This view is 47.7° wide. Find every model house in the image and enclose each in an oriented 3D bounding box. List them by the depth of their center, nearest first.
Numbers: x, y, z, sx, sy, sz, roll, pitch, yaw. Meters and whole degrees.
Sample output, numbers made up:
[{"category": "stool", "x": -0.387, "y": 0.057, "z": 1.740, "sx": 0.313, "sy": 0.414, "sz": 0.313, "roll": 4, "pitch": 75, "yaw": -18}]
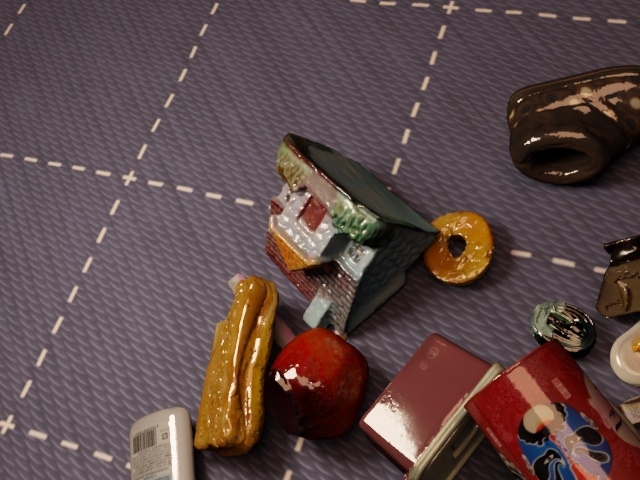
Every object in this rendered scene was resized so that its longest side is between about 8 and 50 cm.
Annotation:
[{"category": "model house", "x": 0.663, "y": 0.056, "z": 1.461, "sx": 0.203, "sy": 0.141, "sz": 0.164, "roll": -15, "pitch": 12, "yaw": 46}, {"category": "model house", "x": 0.000, "y": 0.000, "z": 1.628, "sx": 0.360, "sy": 0.297, "sz": 0.339, "roll": 44, "pitch": 112, "yaw": 30}]

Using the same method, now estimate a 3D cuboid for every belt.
[{"category": "belt", "x": 0.501, "y": 0.183, "z": 1.494, "sx": 0.140, "sy": 0.058, "sz": 0.105, "roll": 29, "pitch": 70, "yaw": 27}]

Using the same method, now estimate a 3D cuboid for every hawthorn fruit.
[{"category": "hawthorn fruit", "x": -0.001, "y": 0.286, "z": 1.495, "sx": 0.215, "sy": 0.215, "sz": 0.250, "roll": 9, "pitch": 44, "yaw": 19}]

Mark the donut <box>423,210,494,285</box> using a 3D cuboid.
[{"category": "donut", "x": 0.311, "y": 0.024, "z": 1.628, "sx": 0.162, "sy": 0.065, "sz": 0.178, "roll": 0, "pitch": 64, "yaw": 20}]

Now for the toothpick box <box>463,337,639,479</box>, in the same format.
[{"category": "toothpick box", "x": 0.416, "y": 0.353, "z": 1.185, "sx": 0.204, "sy": 0.204, "sz": 0.333, "roll": -34, "pitch": 69, "yaw": -5}]

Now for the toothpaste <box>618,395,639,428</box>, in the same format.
[{"category": "toothpaste", "x": 0.671, "y": 0.307, "z": 1.376, "sx": 0.193, "sy": 0.070, "sz": 0.044, "roll": -19, "pitch": 58, "yaw": 4}]

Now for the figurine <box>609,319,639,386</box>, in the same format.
[{"category": "figurine", "x": 0.691, "y": 0.185, "z": 1.395, "sx": 0.250, "sy": 0.141, "sz": 0.167, "roll": -29, "pitch": 61, "yaw": -1}]

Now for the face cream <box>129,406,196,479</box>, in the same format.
[{"category": "face cream", "x": -0.326, "y": 0.527, "z": 1.506, "sx": 0.163, "sy": 0.080, "sz": 0.337, "roll": -26, "pitch": 57, "yaw": 23}]

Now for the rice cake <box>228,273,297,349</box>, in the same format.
[{"category": "rice cake", "x": -0.124, "y": 0.176, "z": 1.668, "sx": 0.055, "sy": 0.049, "sz": 0.270, "roll": -40, "pitch": 60, "yaw": -8}]

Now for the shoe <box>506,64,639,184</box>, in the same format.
[{"category": "shoe", "x": 0.618, "y": -0.253, "z": 1.627, "sx": 0.383, "sy": 0.171, "sz": 0.237, "roll": -5, "pitch": 55, "yaw": 14}]

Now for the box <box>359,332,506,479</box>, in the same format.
[{"category": "box", "x": 0.223, "y": 0.336, "z": 1.415, "sx": 0.167, "sy": 0.193, "sz": 0.294, "roll": 33, "pitch": 73, "yaw": 33}]

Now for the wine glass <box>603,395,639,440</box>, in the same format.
[{"category": "wine glass", "x": 0.555, "y": 0.411, "z": 1.313, "sx": 0.143, "sy": 0.143, "sz": 0.321, "roll": -35, "pitch": 57, "yaw": -5}]

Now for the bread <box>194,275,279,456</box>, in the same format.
[{"category": "bread", "x": -0.177, "y": 0.269, "z": 1.569, "sx": 0.109, "sy": 0.185, "sz": 0.381, "roll": 19, "pitch": 65, "yaw": -26}]
